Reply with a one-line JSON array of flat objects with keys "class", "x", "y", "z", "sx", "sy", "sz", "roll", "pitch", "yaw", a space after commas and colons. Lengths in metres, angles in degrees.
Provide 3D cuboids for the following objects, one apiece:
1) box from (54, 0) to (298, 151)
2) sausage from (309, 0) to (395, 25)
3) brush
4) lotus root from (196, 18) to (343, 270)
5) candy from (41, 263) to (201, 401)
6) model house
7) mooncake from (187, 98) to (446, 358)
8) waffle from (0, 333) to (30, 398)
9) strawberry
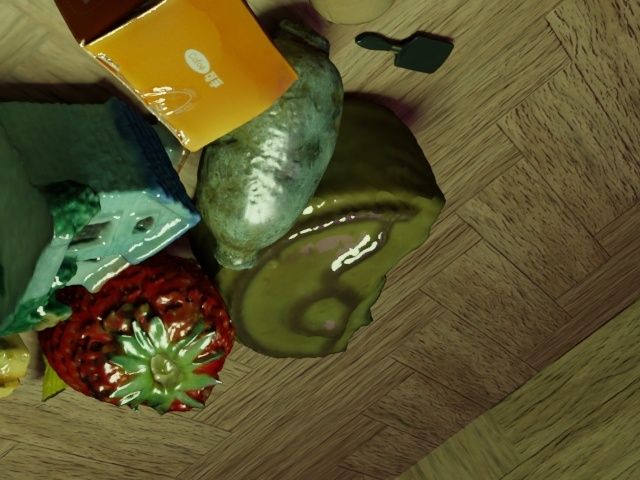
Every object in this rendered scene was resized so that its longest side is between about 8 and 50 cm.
[{"class": "box", "x": -0.184, "y": -0.279, "z": 1.177, "sx": 0.143, "sy": 0.341, "sz": 0.225, "roll": -36, "pitch": 150, "yaw": 5}, {"class": "sausage", "x": 0.017, "y": -0.379, "z": 1.435, "sx": 0.123, "sy": 0.123, "sz": 0.253, "roll": -31, "pitch": 151, "yaw": -3}, {"class": "brush", "x": 0.122, "y": -0.285, "z": 1.777, "sx": 0.193, "sy": 0.016, "sz": 0.063, "roll": 3, "pitch": 135, "yaw": -45}, {"class": "lotus root", "x": -0.072, "y": -0.118, "z": 1.601, "sx": 0.175, "sy": 0.175, "sz": 0.350, "roll": 5, "pitch": 107, "yaw": -46}, {"class": "candy", "x": -0.323, "y": 0.148, "z": 1.939, "sx": 0.297, "sy": 0.081, "sz": 0.187, "roll": -29, "pitch": 152, "yaw": -29}, {"class": "model house", "x": -0.293, "y": -0.033, "z": 1.554, "sx": 0.329, "sy": 0.252, "sz": 0.295, "roll": -12, "pitch": 144, "yaw": -42}, {"class": "mooncake", "x": 0.000, "y": 0.000, "z": 1.867, "sx": 0.393, "sy": 0.246, "sz": 0.394, "roll": -24, "pitch": 146, "yaw": -3}, {"class": "waffle", "x": -0.559, "y": 0.120, "z": 1.533, "sx": 0.327, "sy": 0.224, "sz": 0.098, "roll": 3, "pitch": 126, "yaw": -44}, {"class": "strawberry", "x": -0.268, "y": 0.112, "z": 1.736, "sx": 0.250, "sy": 0.288, "sz": 0.238, "roll": 31, "pitch": 103, "yaw": -36}]
